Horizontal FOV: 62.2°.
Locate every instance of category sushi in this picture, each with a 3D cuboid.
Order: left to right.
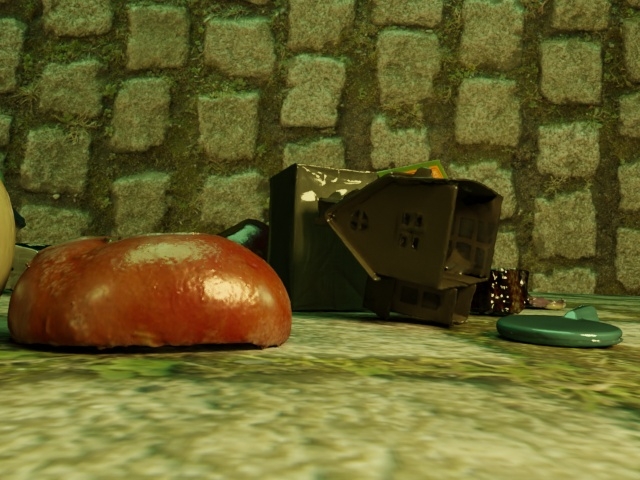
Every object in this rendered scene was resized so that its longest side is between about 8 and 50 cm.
[{"bbox_3d":[0.301,0.087,0.917,0.098,0.084,0.094,8,-13,-41],"label":"sushi"}]

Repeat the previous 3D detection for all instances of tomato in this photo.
[{"bbox_3d":[-0.141,0.039,0.472,0.237,0.095,0.237,2,-2,0],"label":"tomato"}]

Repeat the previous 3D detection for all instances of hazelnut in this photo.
[{"bbox_3d":[-0.157,0.048,1.111,0.178,0.178,0.204,2,2,5],"label":"hazelnut"}]

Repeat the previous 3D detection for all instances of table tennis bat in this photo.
[{"bbox_3d":[0.278,0.095,0.600,0.124,0.033,0.201,2,0,39],"label":"table tennis bat"}]

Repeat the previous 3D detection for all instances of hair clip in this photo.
[{"bbox_3d":[0.459,0.132,1.201,0.146,0.056,0.187,4,5,-14],"label":"hair clip"}]

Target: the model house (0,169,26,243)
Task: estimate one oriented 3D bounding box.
[{"bbox_3d":[-0.659,-0.066,0.896,0.243,0.284,0.298,6,-14,-7],"label":"model house"}]

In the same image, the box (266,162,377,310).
[{"bbox_3d":[0.000,0.000,0.904,0.155,0.231,0.149,5,-4,-21],"label":"box"}]

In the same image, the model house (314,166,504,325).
[{"bbox_3d":[0.097,0.002,0.747,0.243,0.204,0.211,13,6,34],"label":"model house"}]

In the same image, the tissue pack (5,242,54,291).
[{"bbox_3d":[-0.467,0.054,0.960,0.103,0.090,0.170,4,-1,27],"label":"tissue pack"}]

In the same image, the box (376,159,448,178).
[{"bbox_3d":[0.165,-0.011,0.959,0.148,0.195,0.177,-15,-20,-23],"label":"box"}]

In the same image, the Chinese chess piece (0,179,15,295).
[{"bbox_3d":[-0.408,-0.001,0.372,0.338,0.140,0.338,2,-3,0],"label":"Chinese chess piece"}]
